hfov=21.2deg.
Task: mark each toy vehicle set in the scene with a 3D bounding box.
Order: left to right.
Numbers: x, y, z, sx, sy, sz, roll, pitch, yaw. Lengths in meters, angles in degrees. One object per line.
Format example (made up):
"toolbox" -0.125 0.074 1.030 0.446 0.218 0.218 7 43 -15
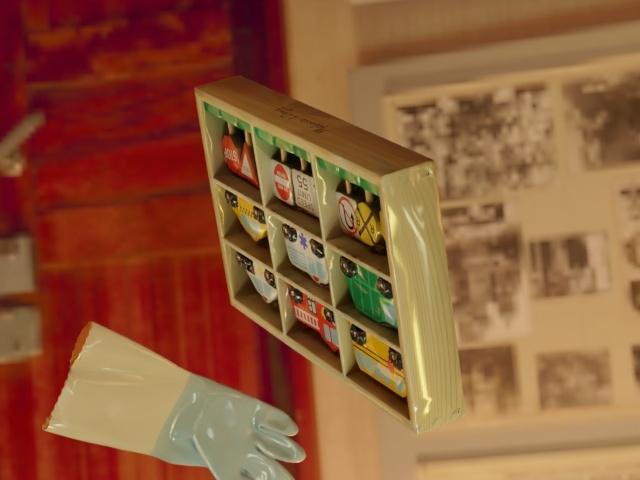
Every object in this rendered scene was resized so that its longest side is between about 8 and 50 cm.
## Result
"toy vehicle set" 0.000 0.000 1.091 0.035 0.166 0.267 -18 -157 -23

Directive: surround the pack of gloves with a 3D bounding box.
"pack of gloves" -0.124 0.186 1.233 0.232 0.195 0.046 29 171 -36
